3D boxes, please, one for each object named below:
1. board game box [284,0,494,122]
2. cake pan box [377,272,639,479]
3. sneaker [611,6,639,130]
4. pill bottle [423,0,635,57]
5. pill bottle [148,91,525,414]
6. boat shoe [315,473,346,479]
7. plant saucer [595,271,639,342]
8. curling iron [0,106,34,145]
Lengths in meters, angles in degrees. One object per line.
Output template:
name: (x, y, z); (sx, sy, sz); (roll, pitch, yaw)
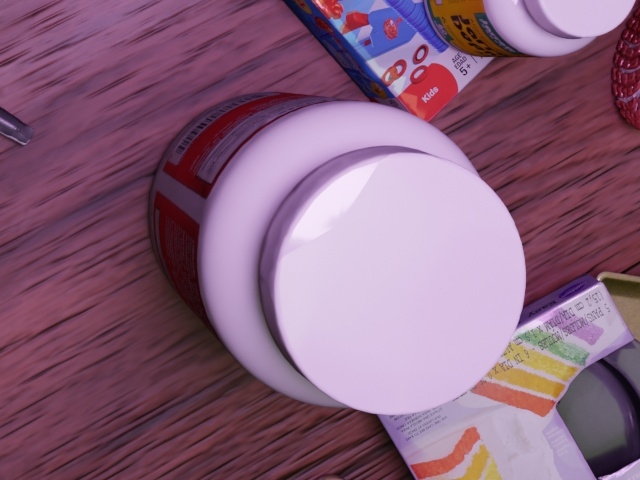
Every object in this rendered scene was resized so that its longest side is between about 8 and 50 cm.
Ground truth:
board game box: (0.090, -0.316, 1.122); (0.308, 0.086, 0.302); (-45, 107, -5)
cake pan box: (0.223, 0.197, 1.208); (0.267, 0.070, 0.245); (-29, 98, 1)
sneaker: (0.365, -0.213, 1.215); (0.093, 0.088, 0.225); (21, 92, -19)
pill bottle: (0.172, -0.209, 1.005); (0.118, 0.208, 0.117); (-2, 99, -16)
pill bottle: (0.000, 0.000, 0.975); (0.229, 0.408, 0.229); (-2, 99, -15)
boat shoe: (0.063, 0.299, 1.219); (0.178, 0.060, 0.064); (35, 88, -18)
plant saucer: (0.346, 0.131, 1.282); (0.188, 0.045, 0.188); (8, 96, -17)
curling iron: (-0.359, -0.170, 1.042); (0.274, 0.035, 0.068); (40, 87, -17)
